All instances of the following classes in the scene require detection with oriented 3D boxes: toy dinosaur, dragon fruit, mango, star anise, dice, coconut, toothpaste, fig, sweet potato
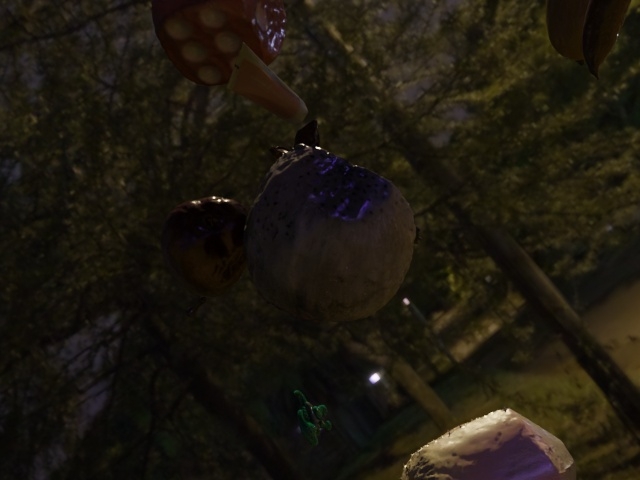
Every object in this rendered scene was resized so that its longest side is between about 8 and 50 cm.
[{"bbox_3d":[-0.025,0.390,1.737,0.059,0.132,0.096,-33,-25,15],"label":"toy dinosaur"},{"bbox_3d":[0.000,0.000,1.246,0.204,0.283,0.221,-61,-12,-25],"label":"dragon fruit"},{"bbox_3d":[0.555,-0.539,1.654,0.142,0.332,0.195,5,-3,-12],"label":"mango"},{"bbox_3d":[-0.023,-0.147,1.629,0.140,0.144,0.158,-38,-25,-26],"label":"star anise"},{"bbox_3d":[-0.165,-0.377,1.316,0.173,0.179,0.175,-10,-44,17],"label":"dice"},{"bbox_3d":[0.321,0.454,1.438,0.309,0.297,0.297,-21,-16,-16],"label":"coconut"},{"bbox_3d":[-0.077,-0.218,1.150,0.194,0.042,0.067,26,-97,-63],"label":"toothpaste"},{"bbox_3d":[-0.212,0.049,1.445,0.170,0.145,0.274,-13,-41,-29],"label":"fig"},{"bbox_3d":[0.329,-0.306,0.838,0.067,0.067,0.274,-11,-61,-66],"label":"sweet potato"}]
